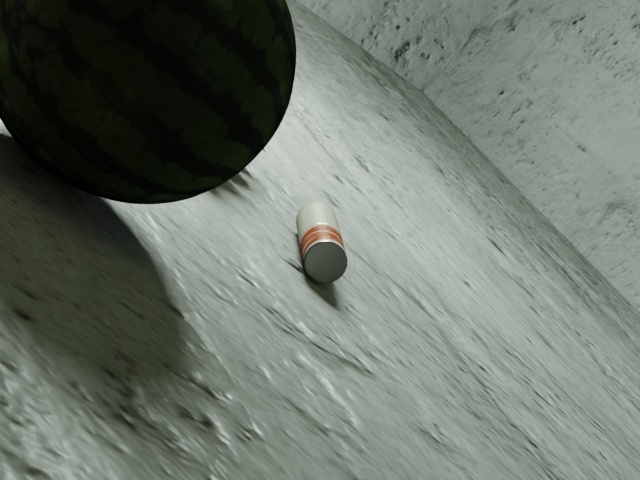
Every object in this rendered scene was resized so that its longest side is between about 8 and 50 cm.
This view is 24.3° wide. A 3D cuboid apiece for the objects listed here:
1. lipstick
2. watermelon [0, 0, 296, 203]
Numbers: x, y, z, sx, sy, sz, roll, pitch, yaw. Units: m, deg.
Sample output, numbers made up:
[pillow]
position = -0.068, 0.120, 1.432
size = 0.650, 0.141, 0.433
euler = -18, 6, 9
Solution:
[lipstick]
position = 0.000, 0.000, 1.310
size = 0.038, 0.038, 0.131
euler = 36, 12, -13
[watermelon]
position = -0.120, -0.127, 1.004
size = 0.212, 0.212, 0.212
euler = 37, 11, -9
